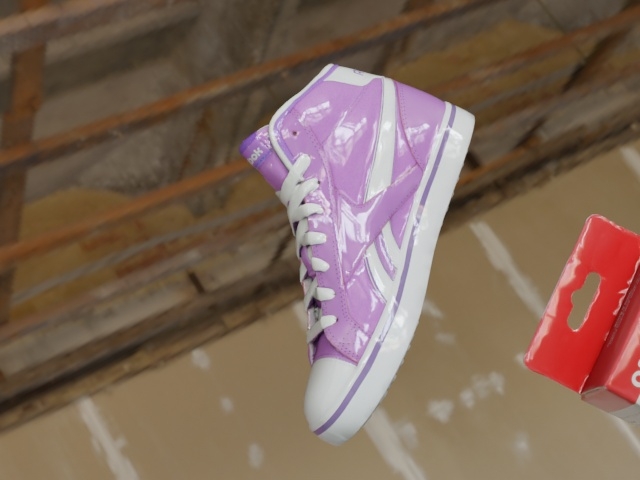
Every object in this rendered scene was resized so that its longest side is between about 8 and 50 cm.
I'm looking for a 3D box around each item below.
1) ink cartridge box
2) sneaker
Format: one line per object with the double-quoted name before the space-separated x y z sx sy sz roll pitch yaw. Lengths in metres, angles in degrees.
"ink cartridge box" 0.274 0.077 0.850 0.134 0.231 0.078 -64 -4 -11
"sneaker" 0.000 0.000 0.902 0.102 0.161 0.282 134 156 -62
